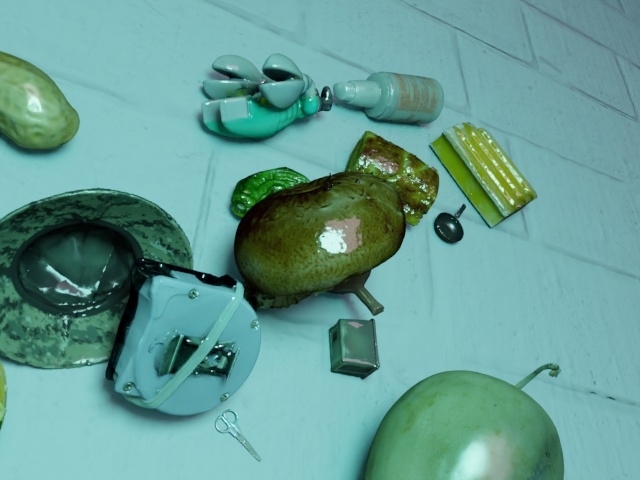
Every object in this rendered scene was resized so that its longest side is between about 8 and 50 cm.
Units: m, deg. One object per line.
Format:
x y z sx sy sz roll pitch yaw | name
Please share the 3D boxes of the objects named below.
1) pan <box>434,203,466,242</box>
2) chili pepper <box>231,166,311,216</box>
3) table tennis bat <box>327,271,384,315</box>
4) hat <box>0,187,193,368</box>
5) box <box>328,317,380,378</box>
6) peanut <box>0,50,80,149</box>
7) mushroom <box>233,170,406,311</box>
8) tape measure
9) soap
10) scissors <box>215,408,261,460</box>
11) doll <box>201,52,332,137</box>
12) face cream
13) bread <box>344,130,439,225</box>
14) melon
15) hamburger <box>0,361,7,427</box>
0.270 -0.037 1.245 0.068 0.023 0.115 43 51 0 | pan
-0.082 -0.086 1.039 0.182 0.050 0.073 -15 63 -41 | chili pepper
0.047 0.096 1.032 0.107 0.119 0.170 -26 50 -20 | table tennis bat
-0.302 0.023 0.760 0.265 0.266 0.128 1 30 -32 | hat
0.051 0.168 0.955 0.063 0.060 0.085 10 58 -22 | box
-0.468 -0.215 0.835 0.274 0.111 0.125 29 54 -13 | peanut
-0.011 -0.009 0.901 0.163 0.278 0.297 59 7 -10 | mushroom
-0.164 0.125 0.760 0.180 0.107 0.182 9 101 -37 | tape measure
0.362 -0.155 1.348 0.140 0.073 0.232 -25 76 -42 | soap
-0.108 0.267 0.823 0.083 0.006 0.036 49 50 4 | scissors
-0.104 -0.264 1.095 0.258 0.194 0.153 -36 120 -67 | doll
0.140 -0.305 1.285 0.251 0.101 0.101 -3 63 -33 | face cream
0.137 -0.122 1.164 0.172 0.103 0.132 28 43 -10 | bread
0.187 0.313 0.818 0.308 0.272 0.272 -20 73 -45 | melon
-0.431 0.161 0.589 0.236 0.147 0.237 13 62 -27 | hamburger
